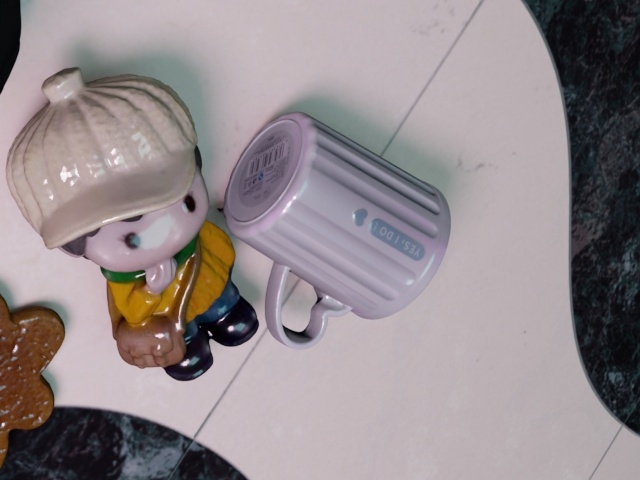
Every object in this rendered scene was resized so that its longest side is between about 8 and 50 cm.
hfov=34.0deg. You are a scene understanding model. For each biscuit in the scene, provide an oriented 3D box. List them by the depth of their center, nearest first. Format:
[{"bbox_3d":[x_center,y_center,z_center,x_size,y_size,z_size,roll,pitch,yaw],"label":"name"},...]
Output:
[{"bbox_3d":[-0.351,0.157,1.018,0.180,0.039,0.236,32,87,-38],"label":"biscuit"}]

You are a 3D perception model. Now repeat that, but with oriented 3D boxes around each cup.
[{"bbox_3d":[0.011,-0.006,1.114,0.202,0.166,0.221,30,55,-32],"label":"cup"}]

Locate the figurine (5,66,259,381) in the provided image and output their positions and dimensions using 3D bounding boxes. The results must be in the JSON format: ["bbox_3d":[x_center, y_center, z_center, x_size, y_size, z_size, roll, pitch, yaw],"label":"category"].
[{"bbox_3d":[-0.182,-0.014,1.023,0.185,0.204,0.332,-39,150,-19],"label":"figurine"}]

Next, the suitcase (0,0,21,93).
[{"bbox_3d":[-0.315,-0.208,0.706,0.188,0.345,0.340,4,122,-6],"label":"suitcase"}]
